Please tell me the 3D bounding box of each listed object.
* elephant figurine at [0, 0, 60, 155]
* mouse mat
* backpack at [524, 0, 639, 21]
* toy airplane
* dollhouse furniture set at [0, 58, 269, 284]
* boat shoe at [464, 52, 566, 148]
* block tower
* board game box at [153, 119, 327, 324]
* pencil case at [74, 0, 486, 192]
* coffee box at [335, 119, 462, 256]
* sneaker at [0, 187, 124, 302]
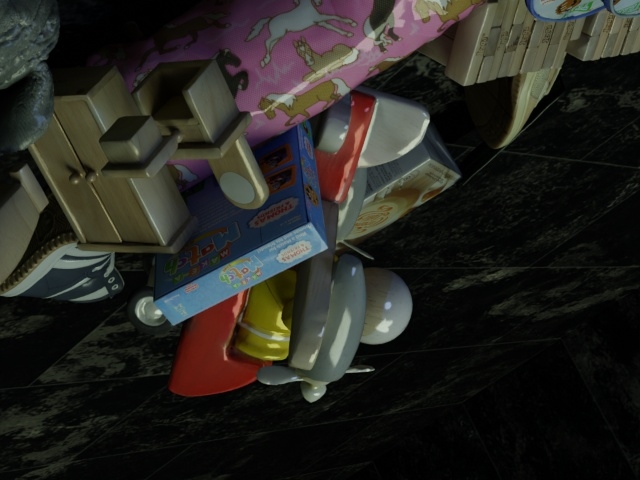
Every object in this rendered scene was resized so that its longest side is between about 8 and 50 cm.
[{"bbox_3d":[-0.274,-0.149,1.063,0.239,0.186,0.169,-19,180,9],"label":"elephant figurine"},{"bbox_3d":[0.250,-0.146,1.830,0.190,0.007,0.152,-42,-173,15],"label":"mouse mat"},{"bbox_3d":[0.273,-0.320,1.255,0.277,0.213,0.263,-9,152,-39],"label":"backpack"},{"bbox_3d":[0.000,0.000,1.499,0.386,0.272,0.384,-61,-165,-23],"label":"toy airplane"},{"bbox_3d":[-0.246,0.030,1.100,0.303,0.173,0.355,0,-140,34],"label":"dollhouse furniture set"},{"bbox_3d":[0.249,-0.218,1.655,0.098,0.109,0.302,-22,153,-18],"label":"boat shoe"},{"bbox_3d":[0.241,-0.240,1.440,0.335,0.097,0.091,-16,130,-41],"label":"block tower"},{"bbox_3d":[-0.078,-0.030,1.276,0.160,0.211,0.039,-27,122,13],"label":"board game box"},{"bbox_3d":[-0.031,-0.195,1.269,0.386,0.167,0.160,-29,-178,8],"label":"pencil case"},{"bbox_3d":[0.041,-0.067,1.782,0.246,0.098,0.141,-32,160,16],"label":"coffee box"},{"bbox_3d":[-0.244,-0.012,1.565,0.282,0.099,0.153,-28,157,26],"label":"sneaker"}]
